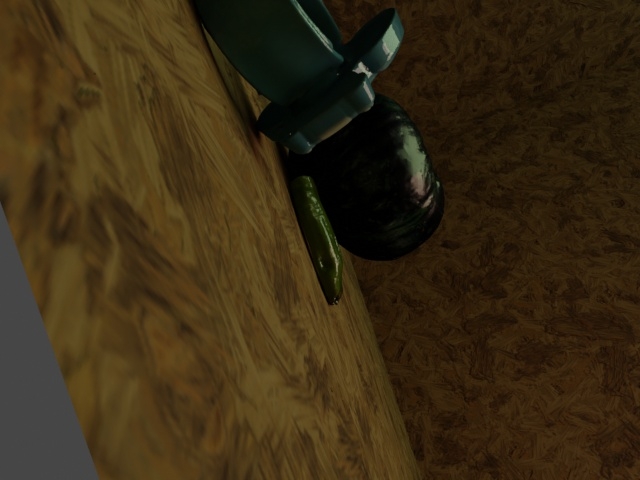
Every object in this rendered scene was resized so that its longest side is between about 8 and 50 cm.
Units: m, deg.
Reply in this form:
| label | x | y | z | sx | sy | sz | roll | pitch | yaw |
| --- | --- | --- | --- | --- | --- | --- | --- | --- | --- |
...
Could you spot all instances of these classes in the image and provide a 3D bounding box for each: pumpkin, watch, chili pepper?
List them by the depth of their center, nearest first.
| label | x | y | z | sx | sy | sz | roll | pitch | yaw |
| --- | --- | --- | --- | --- | --- | --- | --- | --- | --- |
| watch | -0.036 | -0.223 | 0.481 | 0.193 | 0.211 | 0.211 | 44 | 17 | -28 |
| chili pepper | 0.000 | 0.000 | 0.662 | 0.052 | 0.050 | 0.201 | -13 | 84 | -49 |
| pumpkin | 0.070 | -0.103 | 0.796 | 0.315 | 0.238 | 0.315 | 54 | -5 | 7 |

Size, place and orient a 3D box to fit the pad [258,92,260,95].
| label | x | y | z | sx | sy | sz | roll | pitch | yaw |
| --- | --- | --- | --- | --- | --- | --- | --- | --- | --- |
| pad | -0.139 | -0.363 | 0.788 | 0.245 | 0.006 | 0.170 | -103 | 173 | -58 |
